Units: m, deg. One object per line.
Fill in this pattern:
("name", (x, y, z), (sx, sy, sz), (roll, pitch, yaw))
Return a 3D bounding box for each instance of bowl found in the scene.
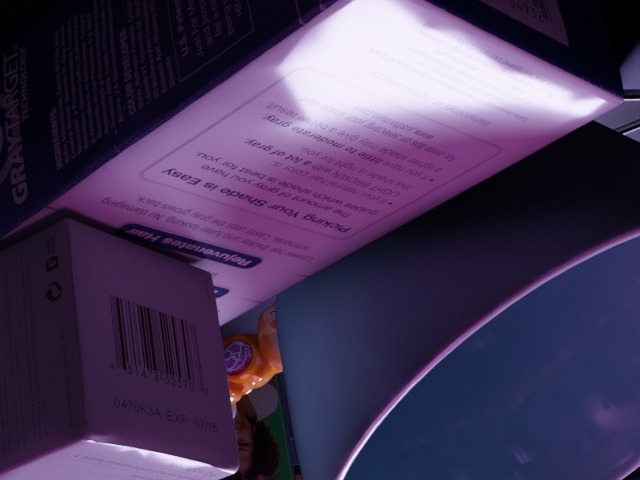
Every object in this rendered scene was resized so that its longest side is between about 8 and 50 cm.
("bowl", (0.098, 0.039, 0.817), (0.311, 0.163, 0.311), (-23, 147, -16))

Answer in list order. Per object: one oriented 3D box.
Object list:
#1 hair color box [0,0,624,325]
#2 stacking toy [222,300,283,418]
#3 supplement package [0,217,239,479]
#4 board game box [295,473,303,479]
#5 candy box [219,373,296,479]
("hair color box", (-0.053, -0.051, 0.674), (0.347, 0.105, 0.174), (-30, 148, 35))
("stacking toy", (-0.121, 0.125, 0.987), (0.302, 0.175, 0.166), (-30, 136, 13))
("supplement package", (-0.144, 0.079, 0.666), (0.179, 0.105, 0.105), (-24, 152, 29))
("board game box", (-0.002, 0.342, 1.523), (0.275, 0.144, 0.142), (13, 146, -45))
("candy box", (-0.117, 0.292, 1.143), (0.122, 0.317, 0.268), (4, 151, -32))
